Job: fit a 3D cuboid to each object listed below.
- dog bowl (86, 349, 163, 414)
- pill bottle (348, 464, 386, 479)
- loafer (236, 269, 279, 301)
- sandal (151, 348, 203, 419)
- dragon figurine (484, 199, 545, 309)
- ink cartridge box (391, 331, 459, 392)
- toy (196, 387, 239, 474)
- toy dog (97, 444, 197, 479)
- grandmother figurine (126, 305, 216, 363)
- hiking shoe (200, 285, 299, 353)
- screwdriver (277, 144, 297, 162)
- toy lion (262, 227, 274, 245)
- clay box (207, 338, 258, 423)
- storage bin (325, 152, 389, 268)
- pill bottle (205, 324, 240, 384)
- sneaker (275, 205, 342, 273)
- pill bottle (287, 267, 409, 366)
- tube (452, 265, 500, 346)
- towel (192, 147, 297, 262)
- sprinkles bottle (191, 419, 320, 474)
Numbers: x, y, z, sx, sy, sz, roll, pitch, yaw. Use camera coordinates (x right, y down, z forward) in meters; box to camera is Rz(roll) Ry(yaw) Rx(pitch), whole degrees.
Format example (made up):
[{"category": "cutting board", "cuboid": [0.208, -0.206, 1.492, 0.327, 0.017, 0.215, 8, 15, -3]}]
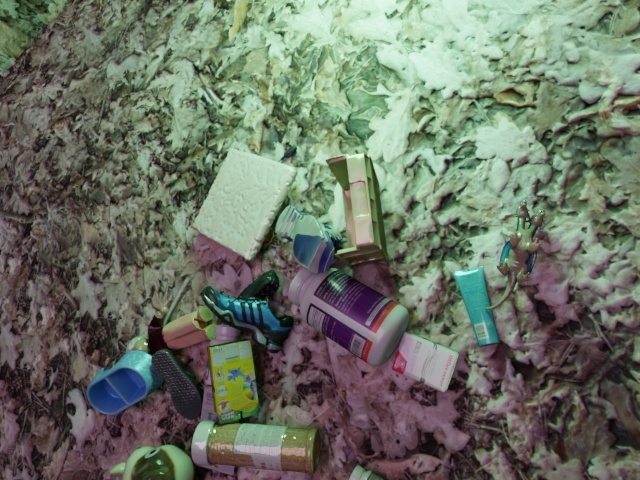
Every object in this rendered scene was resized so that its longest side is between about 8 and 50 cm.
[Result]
[{"category": "dog bowl", "cuboid": [-0.678, 0.497, 1.462, 0.297, 0.074, 0.166, -32, 100, 19]}, {"category": "pill bottle", "cuboid": [0.143, 0.665, 1.129, 0.137, 0.078, 0.078, 24, 89, 25]}, {"category": "loafer", "cuboid": [-0.218, 0.181, 1.386, 0.223, 0.076, 0.078, -42, 31, 18]}, {"category": "sandal", "cuboid": [-0.464, 0.471, 1.418, 0.097, 0.054, 0.255, -30, 87, 5]}, {"category": "dragon figurine", "cuboid": [0.507, 0.044, 1.094, 0.085, 0.144, 0.289, 17, 105, 24]}, {"category": "ink cartridge box", "cuboid": [0.284, 0.324, 1.145, 0.150, 0.063, 0.109, 19, 87, 24]}, {"category": "toy", "cuboid": [-0.311, 0.593, 1.343, 0.136, 0.056, 0.237, 3, 88, 21]}, {"category": "toy dog", "cuboid": [-0.536, 0.823, 1.275, 0.395, 0.284, 0.408, 18, 85, 24]}, {"category": "grandmother figurine", "cuboid": [-0.522, 0.330, 1.461, 0.342, 0.104, 0.208, -25, 71, 15]}, {"category": "hiking shoe", "cuboid": [-0.223, 0.216, 1.316, 0.304, 0.113, 0.132, 37, 81, -12]}, {"category": "screwdriver", "cuboid": [-0.145, -0.269, 1.471, 0.170, 0.025, 0.024, -39, 68, 21]}, {"category": "toy lion", "cuboid": [-0.206, -0.018, 1.438, 0.100, 0.034, 0.096, -38, 76, 12]}, {"category": "clay box", "cuboid": [-0.262, 0.419, 1.280, 0.053, 0.127, 0.222, -15, 81, 63]}, {"category": "storage bin", "cuboid": [0.106, -0.074, 1.190, 0.123, 0.260, 0.262, -8, 76, 13]}, {"category": "pill bottle", "cuboid": [-0.304, 0.365, 1.358, 0.108, 0.108, 0.180, 1, 80, 23]}, {"category": "sneaker", "cuboid": [0.000, 0.000, 1.246, 0.127, 0.182, 0.315, -62, 28, 9]}, {"category": "pill bottle", "cuboid": [0.071, 0.196, 1.195, 0.323, 0.181, 0.182, 29, 91, 25]}, {"category": "tube", "cuboid": [0.418, 0.173, 1.131, 0.080, 0.052, 0.207, -13, 69, 11]}, {"category": "towel", "cuboid": [-0.262, -0.130, 1.441, 0.317, 0.053, 0.332, 24, 87, 35]}, {"category": "sprinkles bottle", "cuboid": [-0.183, 0.590, 1.222, 0.355, 0.121, 0.121, -1, 79, 11]}]
